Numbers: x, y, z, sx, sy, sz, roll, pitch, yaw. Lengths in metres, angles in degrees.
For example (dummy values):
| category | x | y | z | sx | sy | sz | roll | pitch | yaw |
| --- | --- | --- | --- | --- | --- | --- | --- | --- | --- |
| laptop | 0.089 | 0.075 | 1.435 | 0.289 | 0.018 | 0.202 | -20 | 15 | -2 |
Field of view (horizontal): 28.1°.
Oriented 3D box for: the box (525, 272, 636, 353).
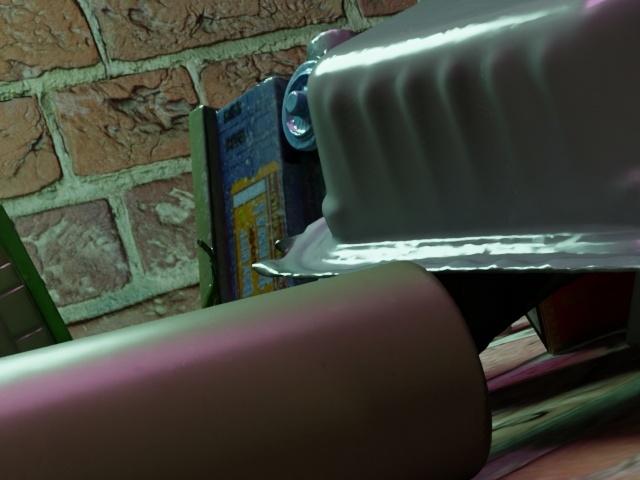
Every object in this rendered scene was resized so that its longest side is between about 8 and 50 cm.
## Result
| category | x | y | z | sx | sy | sz | roll | pitch | yaw |
| --- | --- | --- | --- | --- | --- | --- | --- | --- | --- |
| box | 0.206 | -0.046 | 0.928 | 0.153 | 0.240 | 0.074 | -17 | 34 | 2 |

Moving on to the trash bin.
| category | x | y | z | sx | sy | sz | roll | pitch | yaw |
| --- | --- | --- | --- | --- | --- | --- | --- | --- | --- |
| trash bin | -0.079 | 0.094 | 0.568 | 0.247 | 0.121 | 0.243 | -16 | -4 | -18 |

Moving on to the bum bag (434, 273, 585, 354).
| category | x | y | z | sx | sy | sz | roll | pitch | yaw |
| --- | --- | --- | --- | --- | --- | --- | --- | --- | --- |
| bum bag | 0.162 | -0.027 | 0.820 | 0.340 | 0.095 | 0.144 | -36 | -32 | 4 |

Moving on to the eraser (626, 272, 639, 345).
| category | x | y | z | sx | sy | sz | roll | pitch | yaw |
| --- | --- | --- | --- | --- | --- | --- | --- | --- | --- |
| eraser | 0.297 | -0.021 | 0.607 | 0.213 | 0.082 | 0.397 | -19 | -4 | -10 |

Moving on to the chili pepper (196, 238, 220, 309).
| category | x | y | z | sx | sy | sz | roll | pitch | yaw |
| --- | --- | --- | --- | --- | --- | --- | --- | --- | --- |
| chili pepper | -0.147 | 0.139 | 0.957 | 0.279 | 0.122 | 0.065 | -44 | -27 | -3 |

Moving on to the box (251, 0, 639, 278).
| category | x | y | z | sx | sy | sz | roll | pitch | yaw |
| --- | --- | --- | --- | --- | --- | --- | --- | --- | --- |
| box | 0.126 | -0.084 | 0.626 | 0.264 | 0.106 | 0.337 | -32 | 17 | -33 |

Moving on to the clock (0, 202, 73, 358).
| category | x | y | z | sx | sy | sz | roll | pitch | yaw |
| --- | --- | --- | --- | --- | --- | --- | --- | --- | --- |
| clock | -0.273 | 0.130 | 0.817 | 0.255 | 0.220 | 0.106 | -27 | -1 | -20 |

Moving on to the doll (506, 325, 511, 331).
| category | x | y | z | sx | sy | sz | roll | pitch | yaw |
| --- | --- | --- | --- | --- | --- | --- | --- | --- | --- |
| doll | 0.242 | 0.010 | 1.349 | 0.208 | 0.144 | 0.271 | -28 | 6 | -25 |

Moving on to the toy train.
| category | x | y | z | sx | sy | sz | roll | pitch | yaw |
| --- | --- | --- | --- | --- | --- | --- | --- | --- | --- |
| toy train | 0.000 | 0.000 | 0.991 | 0.131 | 0.299 | 0.202 | 9 | -23 | -37 |
